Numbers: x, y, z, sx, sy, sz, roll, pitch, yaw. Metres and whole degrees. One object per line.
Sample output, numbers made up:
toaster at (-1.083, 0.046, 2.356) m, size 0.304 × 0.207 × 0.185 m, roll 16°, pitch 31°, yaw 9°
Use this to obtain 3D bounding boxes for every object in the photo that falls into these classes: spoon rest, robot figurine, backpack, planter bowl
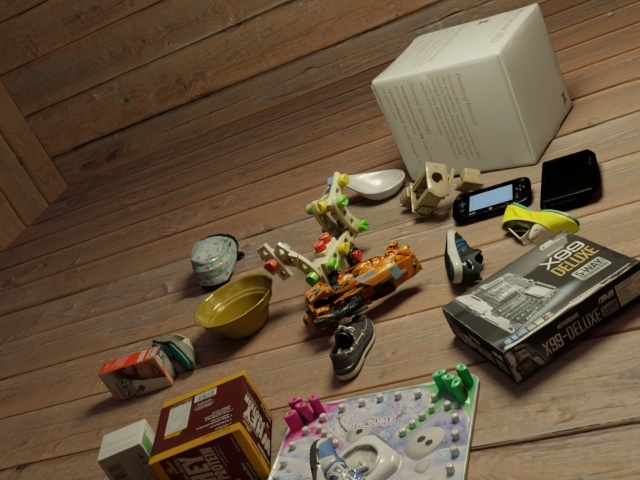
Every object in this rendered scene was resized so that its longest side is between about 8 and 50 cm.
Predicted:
spoon rest at (0.118, -0.154, 2.473) m, size 0.276 × 0.084 × 0.137 m, roll -14°, pitch 27°, yaw 31°
robot figurine at (0.082, 0.105, 1.941) m, size 0.291 × 0.085 × 0.211 m, roll -29°, pitch 8°, yaw -5°
backpack at (-0.314, 0.058, 2.462) m, size 0.151 × 0.115 × 0.182 m, roll -20°, pitch 27°, yaw 12°
planter bowl at (-0.197, 0.180, 2.108) m, size 0.217 × 0.090 × 0.217 m, roll -22°, pitch 24°, yaw 10°

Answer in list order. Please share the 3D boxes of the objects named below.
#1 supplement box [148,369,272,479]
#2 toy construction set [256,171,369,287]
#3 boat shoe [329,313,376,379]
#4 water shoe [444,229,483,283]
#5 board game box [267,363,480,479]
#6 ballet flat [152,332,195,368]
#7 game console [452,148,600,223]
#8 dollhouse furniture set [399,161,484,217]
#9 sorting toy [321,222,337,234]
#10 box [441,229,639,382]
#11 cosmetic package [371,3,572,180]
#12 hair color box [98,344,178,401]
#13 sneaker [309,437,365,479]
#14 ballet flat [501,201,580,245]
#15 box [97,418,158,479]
supplement box at (-0.206, 0.385, 1.642) m, size 0.191 × 0.129 × 0.194 m, roll -23°, pitch 23°, yaw 9°
toy construction set at (0.000, 0.000, 2.111) m, size 0.151 × 0.215 × 0.327 m, roll 0°, pitch 35°, yaw 48°
boat shoe at (0.065, 0.208, 1.797) m, size 0.075 × 0.065 × 0.206 m, roll -19°, pitch 23°, yaw 25°
water shoe at (0.321, 0.041, 1.892) m, size 0.080 × 0.073 × 0.203 m, roll 3°, pitch 27°, yaw 3°
board game box at (0.065, 0.379, 1.461) m, size 0.389 × 0.050 × 0.390 m, roll -16°, pitch 26°, yaw 25°
ballet flat at (-0.353, 0.267, 2.125) m, size 0.068 × 0.072 × 0.213 m, roll -35°, pitch 23°, yaw -28°
game console at (0.486, -0.112, 2.035) m, size 0.361 × 0.044 × 0.213 m, roll -17°, pitch 25°, yaw 24°
dollhouse furniture set at (0.316, -0.104, 2.211) m, size 0.182 × 0.160 × 0.101 m, roll 121°, pitch 151°, yaw -57°
sorting toy at (0.028, -0.017, 2.336) m, size 0.061 × 0.042 × 0.102 m, roll 0°, pitch 36°, yaw 48°
box at (0.417, 0.113, 1.597) m, size 0.307 × 0.077 × 0.242 m, roll -31°, pitch 23°, yaw -8°
cosmetic package at (0.424, -0.401, 2.346) m, size 0.393 × 0.328 × 0.329 m, roll -6°, pitch 31°, yaw 39°
hair color box at (-0.445, 0.326, 2.072) m, size 0.167 × 0.093 × 0.053 m, roll -20°, pitch 25°, yaw 18°
sneaker at (0.035, 0.388, 1.328) m, size 0.081 × 0.080 × 0.211 m, roll -21°, pitch 33°, yaw -1°
ballet flat at (0.473, -0.028, 1.857) m, size 0.077 × 0.077 × 0.231 m, roll -53°, pitch 25°, yaw -6°
box at (-0.387, 0.446, 1.748) m, size 0.101 × 0.101 × 0.087 m, roll -24°, pitch 23°, yaw 5°
